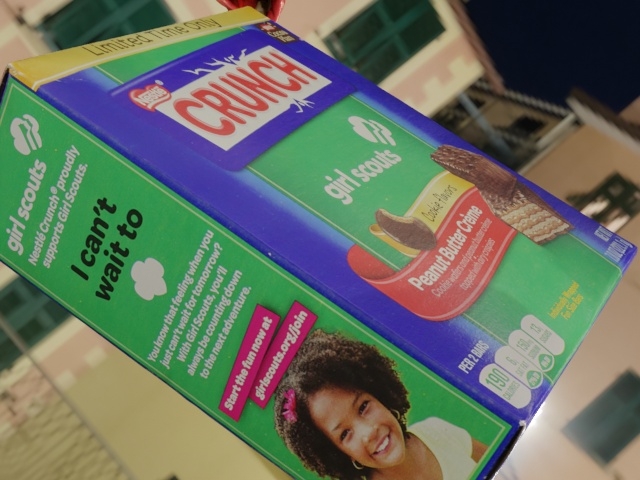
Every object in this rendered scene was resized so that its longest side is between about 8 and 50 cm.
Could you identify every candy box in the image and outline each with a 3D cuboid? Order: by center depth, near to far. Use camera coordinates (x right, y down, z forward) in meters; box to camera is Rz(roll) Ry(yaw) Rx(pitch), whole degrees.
[{"bbox_3d":[0.000,0.000,0.717,0.317,0.122,0.268,33,28,12],"label":"candy box"}]

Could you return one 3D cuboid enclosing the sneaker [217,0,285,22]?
[{"bbox_3d":[-0.077,-0.268,1.252,0.118,0.107,0.279,67,13,1],"label":"sneaker"}]
